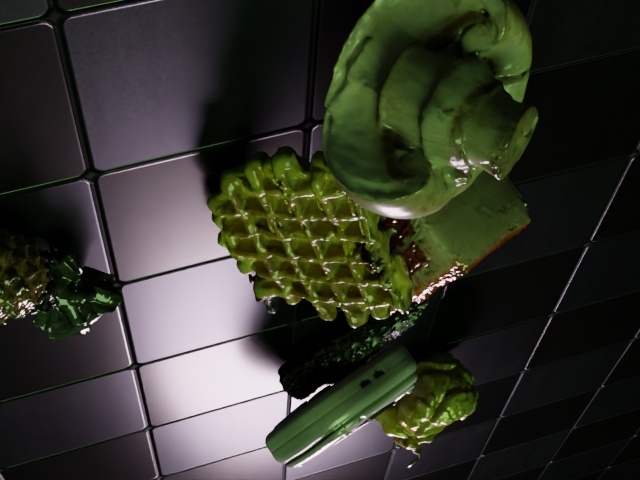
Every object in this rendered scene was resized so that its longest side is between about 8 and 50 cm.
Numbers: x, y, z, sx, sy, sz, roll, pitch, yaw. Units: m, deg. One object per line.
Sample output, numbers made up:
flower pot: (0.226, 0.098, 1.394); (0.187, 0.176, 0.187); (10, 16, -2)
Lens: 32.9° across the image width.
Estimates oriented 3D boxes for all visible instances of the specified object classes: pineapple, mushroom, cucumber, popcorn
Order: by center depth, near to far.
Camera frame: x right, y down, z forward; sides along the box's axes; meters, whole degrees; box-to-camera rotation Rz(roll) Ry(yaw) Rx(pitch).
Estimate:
mushroom: (0.132, -0.136, 1.093); (0.189, 0.195, 0.254); (0, 116, -64)
pineapple: (-0.327, 0.053, 1.247); (0.119, 0.111, 0.237); (-6, 166, 28)
cucumber: (0.051, 0.159, 1.701); (0.300, 0.072, 0.072); (-37, 147, 28)
popcorn: (0.185, 0.292, 1.921); (0.195, 0.174, 0.168); (-35, -169, 14)

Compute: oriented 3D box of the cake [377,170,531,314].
cake: (0.102, 0.001, 1.322); (0.262, 0.158, 0.159); (-41, 172, 32)

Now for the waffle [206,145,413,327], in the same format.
waffle: (0.000, -0.001, 1.275); (0.283, 0.065, 0.309); (30, 148, -10)

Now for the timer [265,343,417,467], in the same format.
timer: (0.038, 0.277, 1.791); (0.237, 0.087, 0.262); (-27, 169, -38)

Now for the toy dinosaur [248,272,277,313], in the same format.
toy dinosaur: (-0.067, 0.052, 1.466); (0.055, 0.049, 0.154); (-16, 146, -16)
